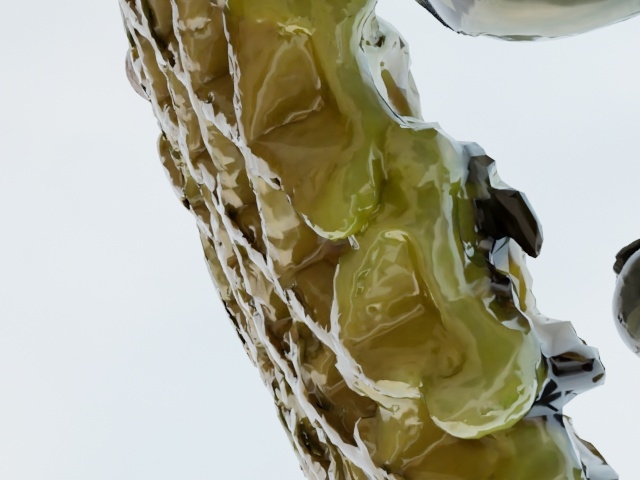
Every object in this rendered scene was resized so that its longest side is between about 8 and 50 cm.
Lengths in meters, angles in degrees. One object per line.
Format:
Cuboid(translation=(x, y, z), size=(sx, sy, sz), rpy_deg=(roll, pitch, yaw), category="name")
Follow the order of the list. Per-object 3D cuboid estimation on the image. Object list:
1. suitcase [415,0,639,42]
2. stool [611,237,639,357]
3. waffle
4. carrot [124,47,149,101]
Cuboid(translation=(0.119, -0.211, 0.497), size=(0.352, 0.194, 0.339), rpy_deg=(-25, -161, -1), category="suitcase")
Cuboid(translation=(0.301, -0.001, 1.212), size=(0.139, 0.153, 0.228), rpy_deg=(31, -89, 53), category="stool")
Cuboid(translation=(0.000, 0.000, 0.840), size=(0.095, 0.379, 0.382), rpy_deg=(-24, -107, -11), category="waffle")
Cuboid(translation=(-0.074, -0.152, 1.304), size=(0.210, 0.061, 0.061), rpy_deg=(-27, -139, 60), category="carrot")
